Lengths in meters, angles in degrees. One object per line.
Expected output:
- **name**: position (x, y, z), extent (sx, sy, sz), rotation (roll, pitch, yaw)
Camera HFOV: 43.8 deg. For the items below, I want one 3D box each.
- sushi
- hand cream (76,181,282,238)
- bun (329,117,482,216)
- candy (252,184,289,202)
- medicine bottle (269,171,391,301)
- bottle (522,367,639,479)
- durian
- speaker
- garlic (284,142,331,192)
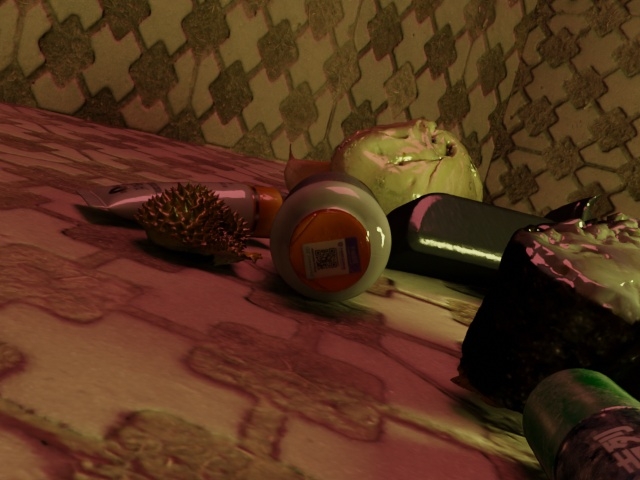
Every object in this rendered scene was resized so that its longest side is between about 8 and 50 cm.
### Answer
- **sushi**: position (0.298, 0.096, 0.784), extent (0.348, 0.207, 0.234), rotation (0, 28, -42)
- **hand cream**: position (-0.220, -0.053, 1.258), extent (0.314, 0.089, 0.140), rotation (1, 13, -29)
- **bun**: position (0.199, -0.129, 1.738), extent (0.362, 0.234, 0.326), rotation (16, 41, -32)
- **candy**: position (-0.115, -0.095, 1.811), extent (0.103, 0.043, 0.103), rotation (15, 8, -2)
- **medicine bottle**: position (0.014, -0.007, 1.071), extent (0.157, 0.157, 0.288), rotation (15, 9, -1)
- **bottle**: position (0.206, 0.168, 0.479), extent (0.093, 0.093, 0.330), rotation (14, 8, -3)
- **durian**: position (-0.159, -0.020, 1.070), extent (0.208, 0.102, 0.146), rotation (25, 7, 33)
- **speaker**: position (0.295, -0.020, 1.411), extent (0.388, 0.184, 0.180), rotation (12, -14, -19)
- **garlic**: position (0.004, -0.145, 1.948), extent (0.145, 0.164, 0.245), rotation (-18, 24, -42)
